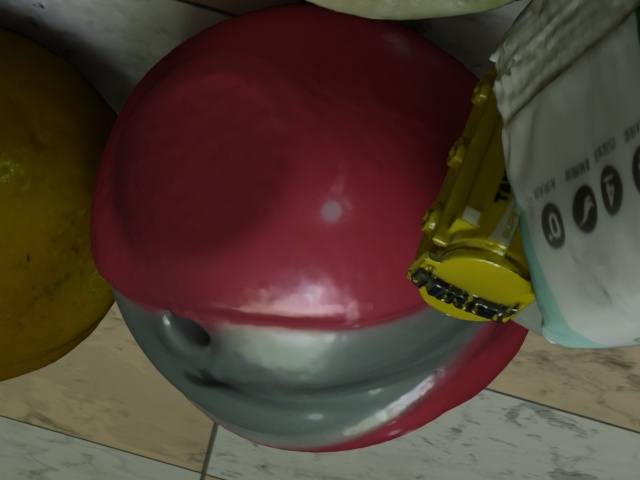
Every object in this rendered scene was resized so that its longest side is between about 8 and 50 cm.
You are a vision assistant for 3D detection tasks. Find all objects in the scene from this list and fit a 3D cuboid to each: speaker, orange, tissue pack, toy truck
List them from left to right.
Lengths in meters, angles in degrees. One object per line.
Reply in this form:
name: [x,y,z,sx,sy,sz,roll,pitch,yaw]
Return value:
orange: [-0.263,-0.023,1.214,0.279,0.235,0.279,16,149,10]
speaker: [0.000,0.000,1.099,0.294,0.294,0.294,13,155,6]
toy truck: [0.133,-0.053,0.940,0.114,0.227,0.098,27,154,-8]
tissue pack: [0.253,-0.078,0.723,0.266,0.194,0.356,-9,169,-15]

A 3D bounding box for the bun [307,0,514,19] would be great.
bun: [0.051,-0.202,0.806,0.237,0.116,0.210,-9,146,14]
